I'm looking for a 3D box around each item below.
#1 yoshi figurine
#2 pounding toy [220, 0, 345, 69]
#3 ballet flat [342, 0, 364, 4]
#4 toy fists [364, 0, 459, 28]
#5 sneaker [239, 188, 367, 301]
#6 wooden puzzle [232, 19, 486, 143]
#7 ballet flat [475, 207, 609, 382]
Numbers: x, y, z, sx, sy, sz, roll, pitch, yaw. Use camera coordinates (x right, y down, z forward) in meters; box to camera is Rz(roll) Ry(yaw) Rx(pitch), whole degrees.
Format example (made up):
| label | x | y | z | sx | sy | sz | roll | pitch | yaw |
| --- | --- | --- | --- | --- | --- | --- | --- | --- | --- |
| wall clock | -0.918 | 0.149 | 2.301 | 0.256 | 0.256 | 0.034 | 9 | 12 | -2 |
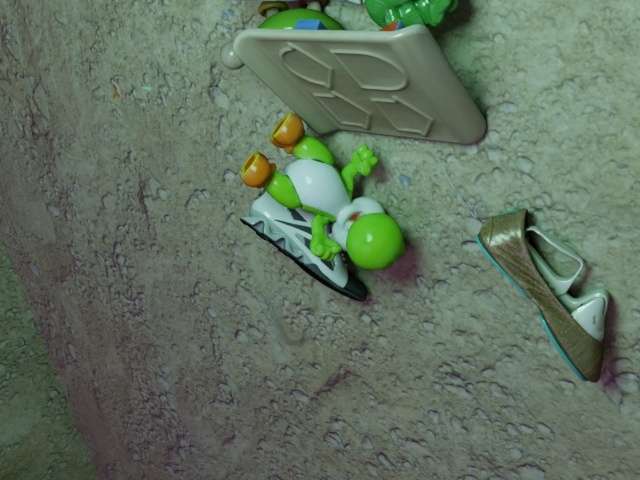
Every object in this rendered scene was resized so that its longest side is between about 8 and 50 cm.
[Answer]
| label | x | y | z | sx | sy | sz | roll | pitch | yaw |
| --- | --- | --- | --- | --- | --- | --- | --- | --- | --- |
| yoshi figurine | 0.033 | -0.068 | 1.370 | 0.362 | 0.203 | 0.203 | 39 | 132 | -16 |
| pounding toy | -0.063 | -0.391 | 1.319 | 0.236 | 0.182 | 0.110 | -13 | 82 | 48 |
| ballet flat | 0.078 | -0.440 | 1.202 | 0.240 | 0.091 | 0.077 | -6 | 126 | 45 |
| toy fists | 0.181 | -0.418 | 1.069 | 0.142 | 0.096 | 0.279 | 33 | 124 | -24 |
| sneaker | 0.000 | 0.000 | 1.530 | 0.330 | 0.146 | 0.122 | 40 | 169 | -20 |
| wooden puzzle | 0.075 | -0.275 | 1.215 | 0.347 | 0.081 | 0.322 | 8 | 163 | 34 |
| ballet flat | 0.414 | 0.085 | 1.245 | 0.124 | 0.116 | 0.342 | -38 | 85 | 28 |
